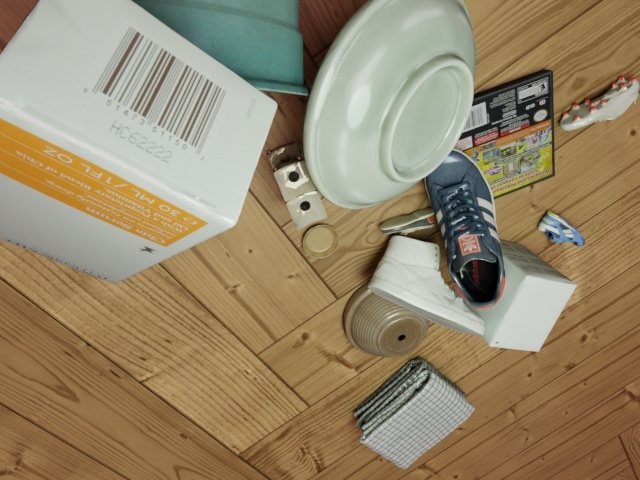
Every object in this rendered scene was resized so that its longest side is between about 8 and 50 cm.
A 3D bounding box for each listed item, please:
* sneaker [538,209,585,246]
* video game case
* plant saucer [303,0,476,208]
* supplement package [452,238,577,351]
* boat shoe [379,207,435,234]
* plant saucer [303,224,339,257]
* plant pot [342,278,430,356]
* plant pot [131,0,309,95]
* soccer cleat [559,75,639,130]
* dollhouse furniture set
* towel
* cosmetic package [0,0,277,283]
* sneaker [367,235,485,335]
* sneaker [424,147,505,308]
[{"bbox_3d":[0.613,-0.020,1.163,0.144,0.053,0.059,32,104,-17],"label":"sneaker"},{"bbox_3d":[0.390,-0.212,1.016,0.274,0.035,0.248,-21,119,-5],"label":"video game case"},{"bbox_3d":[0.153,-0.213,0.771,0.400,0.100,0.400,-30,140,-29],"label":"plant saucer"},{"bbox_3d":[0.454,0.125,1.106,0.149,0.203,0.194,10,113,-19],"label":"supplement package"},{"bbox_3d":[0.202,-0.035,1.049,0.137,0.049,0.043,-17,121,-11],"label":"boat shoe"},{"bbox_3d":[0.000,0.000,1.030,0.083,0.015,0.083,-6,117,-11],"label":"plant saucer"},{"bbox_3d":[0.181,0.210,1.131,0.237,0.110,0.237,-6,118,-11],"label":"plant pot"},{"bbox_3d":[-0.170,-0.390,0.630,0.341,0.341,0.334,1,107,-15],"label":"plant pot"},{"bbox_3d":[0.631,-0.291,1.024,0.196,0.068,0.076,-32,123,-1],"label":"soccer cleat"},{"bbox_3d":[0.006,-0.134,0.898,0.183,0.129,0.129,-22,119,-2],"label":"dollhouse furniture set"},{"bbox_3d":[0.258,0.487,1.289,0.283,0.121,0.235,-44,120,7],"label":"towel"},{"bbox_3d":[-0.280,-0.083,0.580,0.230,0.453,0.162,29,63,-28],"label":"cosmetic package"},{"bbox_3d":[0.270,0.095,1.048,0.292,0.108,0.169,28,73,-8],"label":"sneaker"},{"bbox_3d":[0.305,-0.021,0.945,0.131,0.148,0.350,-19,98,25],"label":"sneaker"}]
